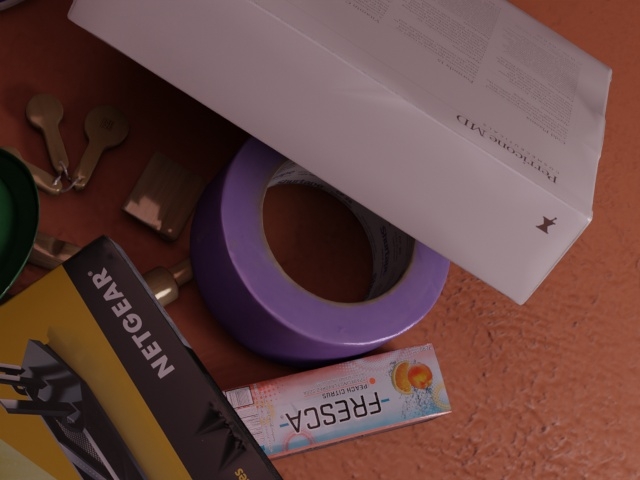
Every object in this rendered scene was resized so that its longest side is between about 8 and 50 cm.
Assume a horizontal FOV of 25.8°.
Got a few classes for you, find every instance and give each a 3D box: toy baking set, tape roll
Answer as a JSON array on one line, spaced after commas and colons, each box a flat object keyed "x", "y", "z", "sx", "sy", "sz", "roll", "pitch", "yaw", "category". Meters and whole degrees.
[{"x": -0.210, "y": -0.003, "z": 1.069, "sx": 0.256, "sy": 0.030, "sz": 0.197, "roll": -36, "pitch": 81, "yaw": -24, "category": "toy baking set"}, {"x": 0.000, "y": 0.000, "z": 1.079, "sx": 0.189, "sy": 0.080, "sz": 0.189, "roll": 8, "pitch": 69, "yaw": -20, "category": "tape roll"}]

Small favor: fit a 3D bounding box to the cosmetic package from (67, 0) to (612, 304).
[{"x": 0.035, "y": -0.147, "z": 1.060, "sx": 0.377, "sy": 0.097, "sz": 0.284, "roll": 32, "pitch": 29, "yaw": -3, "category": "cosmetic package"}]

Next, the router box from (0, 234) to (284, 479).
[{"x": -0.156, "y": 0.190, "z": 0.960, "sx": 0.243, "sy": 0.081, "sz": 0.309, "roll": -36, "pitch": 84, "yaw": -4, "category": "router box"}]

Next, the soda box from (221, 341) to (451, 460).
[{"x": 0.002, "y": 0.128, "z": 1.064, "sx": 0.183, "sy": 0.063, "sz": 0.058, "roll": -11, "pitch": 79, "yaw": -17, "category": "soda box"}]

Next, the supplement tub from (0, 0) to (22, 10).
[{"x": -0.268, "y": -0.326, "z": 0.984, "sx": 0.241, "sy": 0.331, "sz": 0.241, "roll": 4, "pitch": 73, "yaw": -14, "category": "supplement tub"}]

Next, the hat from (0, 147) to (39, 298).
[{"x": -0.302, "y": -0.059, "z": 0.931, "sx": 0.173, "sy": 0.183, "sz": 0.208, "roll": -21, "pitch": 49, "yaw": 3, "category": "hat"}]
